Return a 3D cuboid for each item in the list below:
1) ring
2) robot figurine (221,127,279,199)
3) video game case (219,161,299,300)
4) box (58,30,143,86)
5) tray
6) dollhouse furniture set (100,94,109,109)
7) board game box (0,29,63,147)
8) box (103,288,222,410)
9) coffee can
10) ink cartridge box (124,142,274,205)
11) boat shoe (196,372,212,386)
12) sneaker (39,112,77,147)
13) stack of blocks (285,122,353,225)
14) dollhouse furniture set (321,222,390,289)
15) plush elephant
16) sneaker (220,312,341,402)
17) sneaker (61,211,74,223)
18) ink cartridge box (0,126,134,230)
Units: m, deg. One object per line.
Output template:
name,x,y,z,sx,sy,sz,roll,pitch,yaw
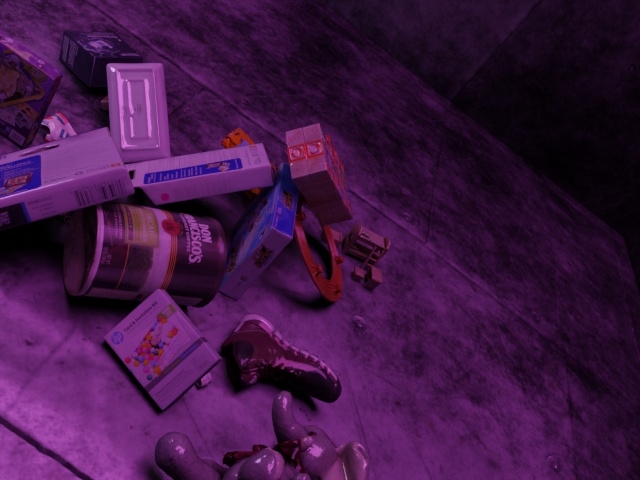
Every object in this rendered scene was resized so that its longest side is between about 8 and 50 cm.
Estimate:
ring,0.000,0.000,1.728,0.336,0.032,0.336,-18,90,-74
robot figurine,-0.165,-0.159,1.791,0.085,0.211,0.291,-32,73,-20
video game case,-0.146,-0.026,1.582,0.061,0.244,0.269,29,35,-18
box,-0.603,-0.500,1.781,0.158,0.093,0.156,41,35,24
tray,-0.467,-0.333,1.656,0.145,0.030,0.270,-5,80,-13
dollhouse furniture set,-0.505,-0.338,1.784,0.151,0.123,0.144,5,34,9
board game box,-0.761,-0.385,1.425,0.347,0.208,0.056,36,34,-8
box,-0.305,0.209,1.255,0.186,0.145,0.038,48,-1,11
coffee can,-0.364,0.029,1.345,0.276,0.201,0.201,10,44,-37
ink cartridge box,-0.308,-0.162,1.593,0.371,0.069,0.175,-8,28,-8
boat shoe,-0.264,0.258,1.333,0.100,0.035,0.035,56,33,10
sneaker,-0.611,-0.232,1.545,0.161,0.057,0.075,48,51,9
stack of blocks,-0.002,-0.175,1.629,0.297,0.087,0.171,55,24,-65
dollhouse furniture set,0.107,0.030,1.893,0.182,0.101,0.160,26,36,-21
plush elephant,-0.070,0.404,1.162,0.255,0.272,0.329,-50,120,-43
sneaker,-0.101,0.294,1.407,0.281,0.106,0.162,35,38,10
sneaker,-0.552,-0.065,1.416,0.119,0.047,0.057,34,46,-8
ink cartridge box,-0.547,-0.124,1.290,0.304,0.072,0.307,-19,27,-15
